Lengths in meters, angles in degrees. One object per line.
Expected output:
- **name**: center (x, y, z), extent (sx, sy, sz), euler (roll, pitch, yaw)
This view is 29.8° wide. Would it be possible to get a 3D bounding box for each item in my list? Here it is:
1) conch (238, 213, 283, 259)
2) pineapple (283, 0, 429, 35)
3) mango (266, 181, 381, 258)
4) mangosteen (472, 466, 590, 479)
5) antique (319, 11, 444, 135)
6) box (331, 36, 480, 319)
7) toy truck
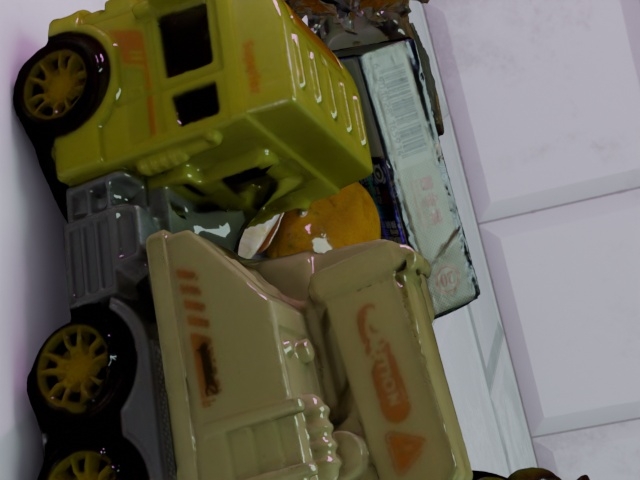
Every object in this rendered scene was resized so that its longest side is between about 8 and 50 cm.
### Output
- **conch**: center (-0.052, -0.055, 1.139), extent (0.104, 0.094, 0.176), euler (137, -51, -69)
- **pineapple**: center (0.022, -0.381, 1.202), extent (0.300, 0.352, 0.352), euler (-99, 173, -75)
- **mango**: center (0.000, 0.000, 1.261), extent (0.227, 0.109, 0.147), euler (-1, 102, -76)
- **mangosteen**: center (0.210, 0.376, 1.381), extent (0.233, 0.287, 0.287), euler (-155, -130, -80)
- **antique**: center (0.086, -0.266, 1.783), extent (0.284, 0.125, 0.150), euler (55, 24, -56)
- **box**: center (0.062, -0.069, 1.393), extent (0.198, 0.084, 0.310), euler (5, -67, 61)
- **toy truck**: center (-0.054, 0.025, 0.766), extent (0.180, 0.254, 0.405), euler (40, 36, -60)
